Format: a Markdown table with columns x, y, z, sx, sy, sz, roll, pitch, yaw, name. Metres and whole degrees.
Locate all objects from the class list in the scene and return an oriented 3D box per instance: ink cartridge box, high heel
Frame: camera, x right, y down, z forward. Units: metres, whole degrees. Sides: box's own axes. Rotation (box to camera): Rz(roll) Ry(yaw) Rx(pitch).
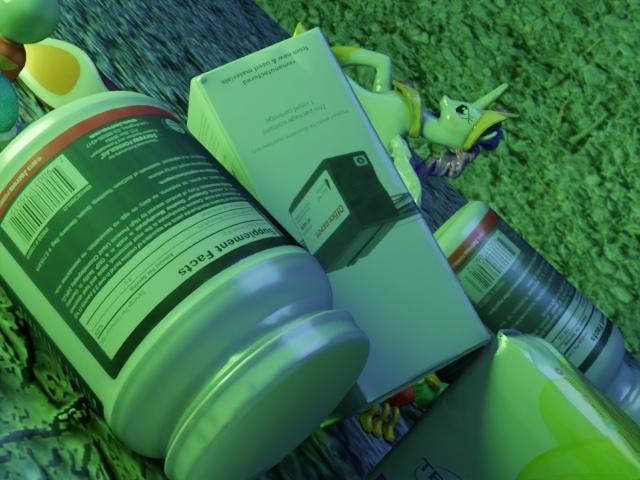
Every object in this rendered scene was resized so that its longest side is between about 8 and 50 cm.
| x | y | z | sx | sy | sz | roll | pitch | yaw | name |
| --- | --- | --- | --- | --- | --- | --- | --- | --- | --- |
| 0.000 | 0.000 | 0.926 | 0.307 | 0.129 | 0.223 | 62 | -15 | 8 | ink cartridge box |
| -0.272 | -0.165 | 1.246 | 0.244 | 0.082 | 0.117 | 25 | -12 | -6 | high heel |

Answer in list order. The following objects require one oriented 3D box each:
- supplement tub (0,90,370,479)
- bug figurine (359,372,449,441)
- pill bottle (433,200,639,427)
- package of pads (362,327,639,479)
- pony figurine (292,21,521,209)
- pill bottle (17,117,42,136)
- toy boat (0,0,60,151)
| x | y | z | sx | sy | sz | roll | pitch | yaw | name |
| --- | --- | --- | --- | --- | --- | --- | --- | --- | --- |
| -0.114 | 0.037 | 0.757 | 0.272 | 0.191 | 0.191 | 46 | 16 | 21 | supplement tub |
| 0.070 | 0.126 | 1.185 | 0.216 | 0.072 | 0.279 | 30 | 17 | -35 | bug figurine |
| 0.267 | 0.138 | 1.350 | 0.363 | 0.210 | 0.210 | 44 | 15 | 1 | pill bottle |
| 0.192 | 0.243 | 0.826 | 0.296 | 0.229 | 0.101 | 46 | 15 | 24 | package of pads |
| 0.088 | -0.127 | 1.566 | 0.364 | 0.350 | 0.303 | 20 | 12 | 0 | pony figurine |
| -0.254 | -0.061 | 0.925 | 0.078 | 0.078 | 0.137 | 36 | 15 | -15 | pill bottle |
| -0.351 | -0.185 | 0.911 | 0.267 | 0.148 | 0.318 | 40 | 14 | 5 | toy boat |
